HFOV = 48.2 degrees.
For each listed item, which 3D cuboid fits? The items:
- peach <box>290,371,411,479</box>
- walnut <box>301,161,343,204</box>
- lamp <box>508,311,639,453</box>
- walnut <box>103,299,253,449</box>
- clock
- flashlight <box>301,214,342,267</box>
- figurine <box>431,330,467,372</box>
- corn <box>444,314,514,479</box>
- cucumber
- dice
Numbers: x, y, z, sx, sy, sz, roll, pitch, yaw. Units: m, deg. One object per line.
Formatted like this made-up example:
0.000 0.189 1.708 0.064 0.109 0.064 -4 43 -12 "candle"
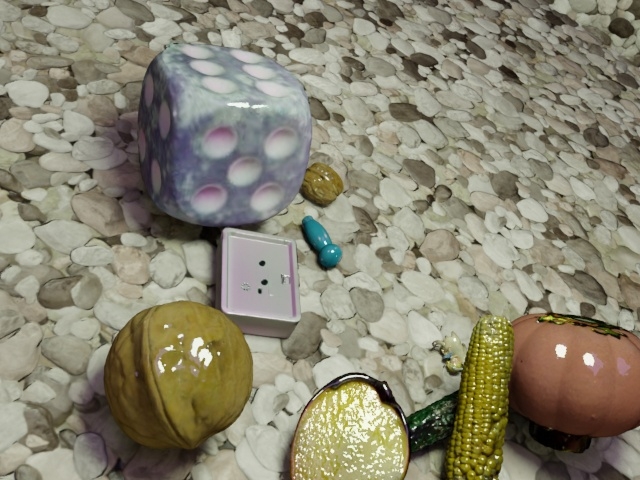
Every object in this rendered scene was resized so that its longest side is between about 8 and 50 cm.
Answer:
0.041 0.350 1.139 0.189 0.068 0.279 24 63 8 "peach"
0.002 -0.123 1.555 0.096 0.082 0.079 39 74 10 "walnut"
0.457 0.257 1.304 0.305 0.240 0.305 9 6 -1 "lamp"
-0.211 0.204 1.075 0.228 0.228 0.228 13 46 -14 "walnut"
-0.117 0.078 1.325 0.150 0.063 0.197 9 48 -17 "clock"
0.000 0.000 1.461 0.051 0.051 0.129 -13 55 -33 "flashlight"
0.255 0.222 1.386 0.050 0.047 0.083 -29 73 -24 "figurine"
0.272 0.286 1.209 0.097 0.097 0.320 13 82 -14 "corn"
0.195 0.321 1.250 0.293 0.067 0.067 -15 58 -34 "cucumber"
-0.190 -0.203 1.368 0.270 0.271 0.270 -3 38 -28 "dice"
